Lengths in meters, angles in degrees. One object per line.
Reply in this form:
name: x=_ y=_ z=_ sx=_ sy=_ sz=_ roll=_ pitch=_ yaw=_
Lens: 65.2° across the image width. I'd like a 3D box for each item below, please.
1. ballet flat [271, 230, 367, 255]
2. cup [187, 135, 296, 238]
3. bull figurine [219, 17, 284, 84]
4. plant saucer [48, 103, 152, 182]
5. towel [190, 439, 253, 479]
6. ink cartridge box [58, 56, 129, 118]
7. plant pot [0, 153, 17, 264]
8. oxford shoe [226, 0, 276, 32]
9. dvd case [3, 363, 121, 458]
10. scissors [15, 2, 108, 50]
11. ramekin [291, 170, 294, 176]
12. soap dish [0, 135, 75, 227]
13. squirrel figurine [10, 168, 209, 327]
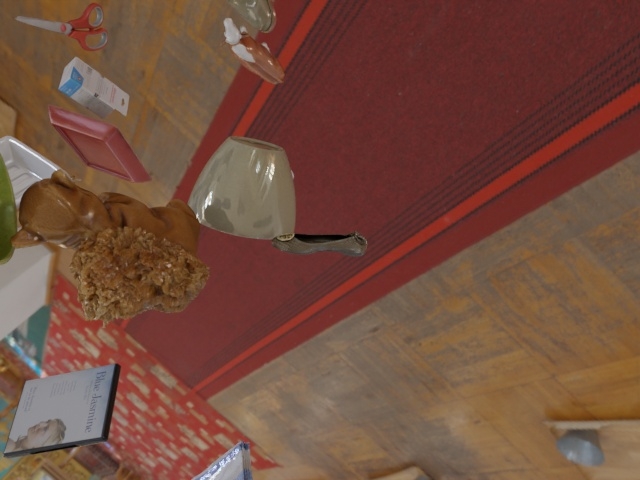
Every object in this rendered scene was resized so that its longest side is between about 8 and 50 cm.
ballet flat: x=0.000 y=0.000 z=1.288 sx=0.249 sy=0.084 sz=0.058 roll=4 pitch=117 yaw=-7
cup: x=-0.211 y=-0.172 z=1.482 sx=0.331 sy=0.331 sz=0.237 roll=22 pitch=109 yaw=21
bull figurine: x=-0.251 y=-0.679 z=1.789 sx=0.101 sy=0.188 sz=0.310 roll=-37 pitch=136 yaw=18
plant saucer: x=-0.671 y=-0.276 z=1.513 sx=0.258 sy=0.048 sz=0.259 roll=20 pitch=155 yaw=17
towel: x=-0.216 y=0.569 z=1.005 sx=0.209 sy=0.285 sz=0.034 roll=-40 pitch=116 yaw=9
ink cartridge box: x=-0.655 y=-0.431 z=1.458 sx=0.060 sy=0.104 sz=0.180 roll=-28 pitch=140 yaw=24
plant pot: x=-0.785 y=-0.070 z=0.981 sx=0.276 sy=0.253 sz=0.276 roll=172 pitch=90 yaw=-76
oxford shoe: x=-0.269 y=-0.734 z=1.442 sx=0.348 sy=0.130 sz=0.123 roll=49 pitch=135 yaw=3
dvd case: x=-0.595 y=0.392 z=1.159 sx=0.252 sy=0.180 sz=0.022 roll=-12 pitch=141 yaw=8
scissors: x=-0.575 y=-0.472 z=1.140 sx=0.021 sy=0.297 sz=0.109 roll=15 pitch=122 yaw=5
ramekin: x=-0.235 y=-0.260 z=1.909 sx=0.277 sy=0.135 sz=0.277 roll=32 pitch=174 yaw=4
soap dish: x=-0.937 y=-0.180 z=1.530 sx=0.290 sy=0.229 sz=0.118 roll=29 pitch=143 yaw=17
squirrel figurine: x=-0.454 y=0.004 z=1.105 sx=0.397 sy=0.281 sz=0.370 roll=39 pitch=-179 yaw=45
